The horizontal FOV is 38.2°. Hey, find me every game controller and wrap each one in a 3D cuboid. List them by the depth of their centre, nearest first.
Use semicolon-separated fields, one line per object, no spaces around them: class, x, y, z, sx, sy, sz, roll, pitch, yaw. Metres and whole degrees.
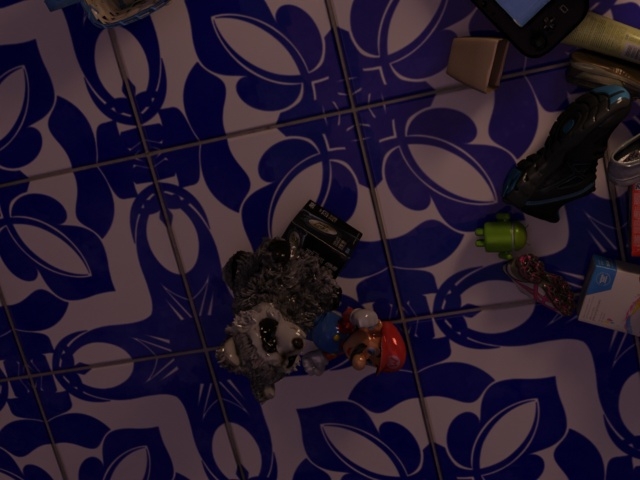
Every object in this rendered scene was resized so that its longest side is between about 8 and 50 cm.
game controller;0.373;-0.515;1.816;0.319;0.067;0.166;47;113;3

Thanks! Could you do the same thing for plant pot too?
plant pot;0.316;-0.367;1.876;0.096;0.109;0.109;19;111;19

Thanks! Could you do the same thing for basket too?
basket;-0.401;-0.549;1.877;0.255;0.289;0.201;-21;102;19

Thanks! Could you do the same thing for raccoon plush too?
raccoon plush;-0.137;0.182;1.950;0.216;0.446;0.299;38;69;-12

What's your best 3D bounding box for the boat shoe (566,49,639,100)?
boat shoe;0.600;-0.313;1.843;0.224;0.080;0.073;22;132;10

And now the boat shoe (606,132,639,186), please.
boat shoe;0.667;-0.189;1.819;0.227;0.079;0.081;-30;144;-6

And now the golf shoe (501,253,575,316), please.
golf shoe;0.479;0.099;2.015;0.186;0.067;0.086;42;151;-13

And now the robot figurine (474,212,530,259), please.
robot figurine;0.392;-0.008;1.990;0.115;0.067;0.101;-3;95;14

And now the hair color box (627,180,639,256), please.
hair color box;0.660;-0.059;1.898;0.053;0.093;0.167;0;107;13

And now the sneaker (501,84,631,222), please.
sneaker;0.520;-0.173;1.874;0.140;0.125;0.341;31;131;-10

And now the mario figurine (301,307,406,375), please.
mario figurine;0.035;0.228;2.083;0.321;0.198;0.170;17;77;13

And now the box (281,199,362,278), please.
box;0.000;0.000;2.021;0.147;0.180;0.077;33;111;1

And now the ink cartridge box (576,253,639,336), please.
ink cartridge box;0.677;0.128;1.963;0.231;0.078;0.134;14;110;8

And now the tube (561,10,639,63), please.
tube;0.549;-0.413;1.834;0.240;0.070;0.062;21;154;12
